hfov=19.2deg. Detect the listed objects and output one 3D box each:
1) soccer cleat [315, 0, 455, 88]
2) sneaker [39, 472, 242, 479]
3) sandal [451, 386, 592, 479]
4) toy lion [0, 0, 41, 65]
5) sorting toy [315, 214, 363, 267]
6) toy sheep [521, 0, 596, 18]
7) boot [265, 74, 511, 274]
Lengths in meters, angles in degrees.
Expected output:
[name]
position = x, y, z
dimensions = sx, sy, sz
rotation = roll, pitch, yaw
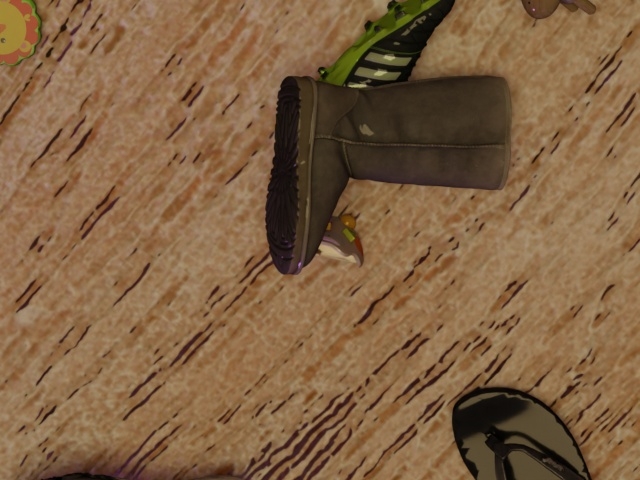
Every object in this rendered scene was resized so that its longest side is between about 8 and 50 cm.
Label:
[soccer cleat]
position = 0.058, -0.156, 1.688
dimensions = 0.179, 0.060, 0.072
rotation = -40, 111, 12
[sneaker]
position = -0.184, 0.258, 1.762
dimensions = 0.237, 0.085, 0.086
rotation = 2, 85, 4
[sandal]
position = 0.214, 0.241, 1.732
dimensions = 0.097, 0.054, 0.254
rotation = -36, 86, 10
[toy lion]
position = -0.306, -0.201, 1.719
dimensions = 0.096, 0.034, 0.100
rotation = -28, 97, 2
[sorting toy]
position = 0.000, 0.000, 1.706
dimensions = 0.083, 0.075, 0.044
rotation = 12, 101, 2
[toy sheep]
position = 0.217, -0.251, 1.641
dimensions = 0.091, 0.091, 0.132
rotation = 31, 87, -1
[boot]
position = 0.062, -0.058, 1.661
dimensions = 0.209, 0.076, 0.189
rotation = 3, 102, -27
